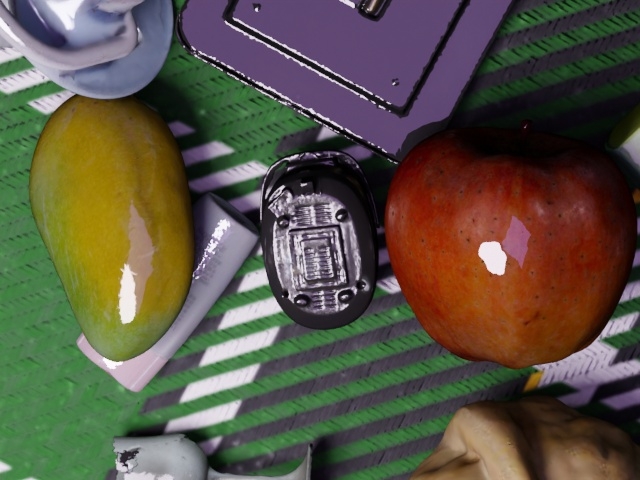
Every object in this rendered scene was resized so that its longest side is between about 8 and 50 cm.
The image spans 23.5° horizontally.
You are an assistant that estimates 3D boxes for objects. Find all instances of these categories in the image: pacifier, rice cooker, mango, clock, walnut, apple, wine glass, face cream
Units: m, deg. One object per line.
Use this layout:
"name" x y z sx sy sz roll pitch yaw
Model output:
"pacifier" -0.263 -0.245 1.390 0.207 0.227 0.279 -17 100 44
"rice cooker" 0.000 0.000 1.436 0.112 0.106 0.165 -8 109 6
"mango" -0.189 -0.018 1.405 0.156 0.114 0.251 -20 70 18
"clock" 0.038 -0.243 1.425 0.273 0.049 0.279 27 98 -2
"walnut" 0.189 0.279 1.395 0.296 0.285 0.285 -15 98 -2
"apple" 0.174 0.002 1.376 0.234 0.234 0.234 0 99 2
"wine glass" -0.107 0.228 1.485 0.195 0.079 0.079 3 99 0
"face cream" -0.143 0.049 1.471 0.084 0.057 0.198 41 99 -1

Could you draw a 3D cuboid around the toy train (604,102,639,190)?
"toy train" 0.458 -0.055 1.394 0.397 0.160 0.253 45 104 -5
